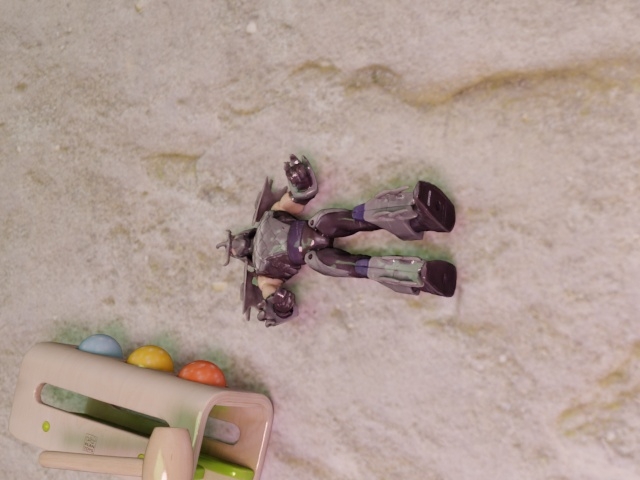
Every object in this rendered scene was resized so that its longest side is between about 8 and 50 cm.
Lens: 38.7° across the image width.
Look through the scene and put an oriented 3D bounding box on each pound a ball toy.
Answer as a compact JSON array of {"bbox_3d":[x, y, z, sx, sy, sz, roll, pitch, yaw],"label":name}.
[{"bbox_3d":[-0.199,0.177,0.960,0.319,0.208,0.136,8,83,34],"label":"pound a ball toy"}]

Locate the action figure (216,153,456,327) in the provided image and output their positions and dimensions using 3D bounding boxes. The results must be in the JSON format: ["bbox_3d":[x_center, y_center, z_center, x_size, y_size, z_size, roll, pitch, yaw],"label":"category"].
[{"bbox_3d":[0.000,0.000,0.949,0.285,0.099,0.185,-2,82,35],"label":"action figure"}]
